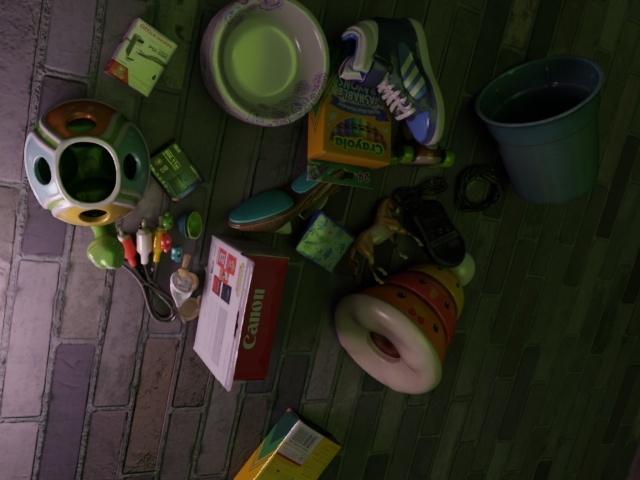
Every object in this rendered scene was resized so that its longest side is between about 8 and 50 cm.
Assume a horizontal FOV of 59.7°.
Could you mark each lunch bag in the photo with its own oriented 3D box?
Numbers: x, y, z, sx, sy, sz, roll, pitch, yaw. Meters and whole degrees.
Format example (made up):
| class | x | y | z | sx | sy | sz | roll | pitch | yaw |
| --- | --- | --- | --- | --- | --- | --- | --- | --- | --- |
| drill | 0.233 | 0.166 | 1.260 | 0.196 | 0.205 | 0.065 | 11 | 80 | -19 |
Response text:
| class | x | y | z | sx | sy | sz | roll | pitch | yaw |
| --- | --- | --- | --- | --- | --- | --- | --- | --- | --- |
| lunch bag | 0.000 | 0.000 | 1.493 | 0.128 | 0.096 | 0.151 | -57 | 143 | -3 |

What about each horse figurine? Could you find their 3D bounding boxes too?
| class | x | y | z | sx | sy | sz | roll | pitch | yaw |
| --- | --- | --- | --- | --- | --- | --- | --- | --- | --- |
| horse figurine | 0.164 | 0.009 | 1.556 | 0.263 | 0.066 | 0.174 | -40 | 95 | -20 |

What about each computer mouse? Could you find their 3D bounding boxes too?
| class | x | y | z | sx | sy | sz | roll | pitch | yaw |
| --- | --- | --- | --- | --- | --- | --- | --- | --- | --- |
| computer mouse | 0.334 | -0.043 | 1.646 | 0.189 | 0.072 | 0.272 | -18 | 79 | -19 |

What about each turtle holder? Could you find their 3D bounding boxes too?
| class | x | y | z | sx | sy | sz | roll | pitch | yaw |
| --- | --- | --- | --- | --- | --- | --- | --- | --- | --- |
| turtle holder | -0.475 | -0.121 | 1.125 | 0.243 | 0.227 | 0.320 | 20 | 97 | -26 |

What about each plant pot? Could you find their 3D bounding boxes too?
| class | x | y | z | sx | sy | sz | roll | pitch | yaw |
| --- | --- | --- | --- | --- | --- | --- | --- | --- | --- |
| plant pot | 0.667 | -0.309 | 1.651 | 0.341 | 0.341 | 0.334 | -40 | 128 | -12 |

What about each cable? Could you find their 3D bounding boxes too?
| class | x | y | z | sx | sy | sz | roll | pitch | yaw |
| --- | --- | --- | --- | --- | --- | --- | --- | --- | --- |
| cable | 0.503 | -0.165 | 1.758 | 0.185 | 0.047 | 0.150 | -6 | 103 | -24 |
| cable | -0.417 | 0.082 | 1.318 | 0.140 | 0.072 | 0.287 | -14 | 110 | -22 |

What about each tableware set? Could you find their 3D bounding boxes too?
| class | x | y | z | sx | sy | sz | roll | pitch | yaw |
| --- | --- | --- | --- | --- | --- | --- | --- | --- | --- |
| tableware set | -0.298 | 0.131 | 1.429 | 0.169 | 0.020 | 0.141 | -15 | 112 | -24 |

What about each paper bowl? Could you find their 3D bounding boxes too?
| class | x | y | z | sx | sy | sz | roll | pitch | yaw |
| --- | --- | --- | --- | --- | --- | --- | --- | --- | --- |
| paper bowl | -0.134 | -0.409 | 1.276 | 0.284 | 0.148 | 0.284 | -9 | 110 | -25 |

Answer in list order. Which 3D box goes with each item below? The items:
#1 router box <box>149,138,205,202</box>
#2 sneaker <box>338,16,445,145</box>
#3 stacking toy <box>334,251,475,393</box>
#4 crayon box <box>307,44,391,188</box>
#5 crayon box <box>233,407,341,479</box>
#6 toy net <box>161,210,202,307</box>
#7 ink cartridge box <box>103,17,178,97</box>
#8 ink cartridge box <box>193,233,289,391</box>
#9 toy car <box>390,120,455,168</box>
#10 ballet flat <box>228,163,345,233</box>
| class | x | y | z | sx | sy | sz | roll | pitch | yaw |
| --- | --- | --- | --- | --- | --- | --- | --- | --- | --- |
| router box | -0.343 | -0.162 | 1.304 | 0.092 | 0.038 | 0.122 | -40 | 120 | -13 |
| sneaker | 0.153 | -0.369 | 1.341 | 0.236 | 0.130 | 0.322 | -16 | 98 | -22 |
| stacking toy | 0.301 | 0.175 | 1.649 | 0.480 | 0.351 | 0.350 | -43 | 122 | -32 |
| crayon box | 0.076 | -0.303 | 1.401 | 0.203 | 0.083 | 0.322 | 4 | 85 | -29 |
| crayon box | -0.112 | 0.683 | 1.662 | 0.202 | 0.081 | 0.318 | 43 | 83 | -31 |
| toy net | -0.328 | 0.046 | 1.324 | 0.045 | 0.122 | 0.232 | 1 | 93 | 14 |
| ink cartridge box | -0.385 | -0.392 | 1.199 | 0.099 | 0.056 | 0.135 | 30 | 90 | -31 |
| ink cartridge box | -0.183 | 0.166 | 1.331 | 0.130 | 0.272 | 0.309 | 6 | 100 | -30 |
| toy car | 0.278 | -0.299 | 1.545 | 0.155 | 0.149 | 0.188 | 2 | 93 | -18 |
| ballet flat | -0.072 | -0.092 | 1.444 | 0.342 | 0.116 | 0.124 | -35 | 136 | -19 |
